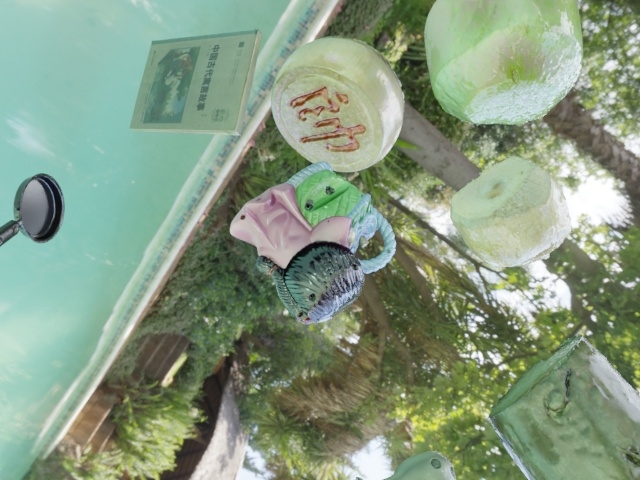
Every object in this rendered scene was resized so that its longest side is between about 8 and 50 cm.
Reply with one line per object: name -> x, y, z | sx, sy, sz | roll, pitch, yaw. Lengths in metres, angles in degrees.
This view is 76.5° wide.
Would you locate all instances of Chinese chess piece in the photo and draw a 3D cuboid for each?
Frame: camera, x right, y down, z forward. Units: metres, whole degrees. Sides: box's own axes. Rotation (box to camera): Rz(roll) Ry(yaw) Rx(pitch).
Chinese chess piece -> 0.033, -0.265, 0.819 | 0.112, 0.270, 0.270 | -59, -168, -30

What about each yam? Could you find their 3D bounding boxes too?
yam -> 0.328, 0.269, 0.436 | 0.168, 0.168, 0.304 | -50, -123, 29

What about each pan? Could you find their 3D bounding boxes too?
pan -> -0.540, -0.043, 0.742 | 0.235, 0.028, 0.136 | -102, -164, -66

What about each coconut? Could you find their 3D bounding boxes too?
coconut -> 0.264, -0.295, 0.609 | 0.236, 0.204, 0.236 | -19, -118, 40
coconut -> 0.541, -0.063, 1.156 | 0.297, 0.254, 0.297 | -37, -155, 21

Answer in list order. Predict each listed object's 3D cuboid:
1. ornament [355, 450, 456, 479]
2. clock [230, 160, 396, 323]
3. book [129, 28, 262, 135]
ornament -> 0.142, 0.394, 0.660 | 0.081, 0.156, 0.075 | 104, -31, -66
clock -> 0.000, 0.000, 0.569 | 0.194, 0.195, 0.100 | -33, 155, -14
book -> -0.257, -0.314, 0.815 | 0.025, 0.282, 0.215 | 25, 74, -64
